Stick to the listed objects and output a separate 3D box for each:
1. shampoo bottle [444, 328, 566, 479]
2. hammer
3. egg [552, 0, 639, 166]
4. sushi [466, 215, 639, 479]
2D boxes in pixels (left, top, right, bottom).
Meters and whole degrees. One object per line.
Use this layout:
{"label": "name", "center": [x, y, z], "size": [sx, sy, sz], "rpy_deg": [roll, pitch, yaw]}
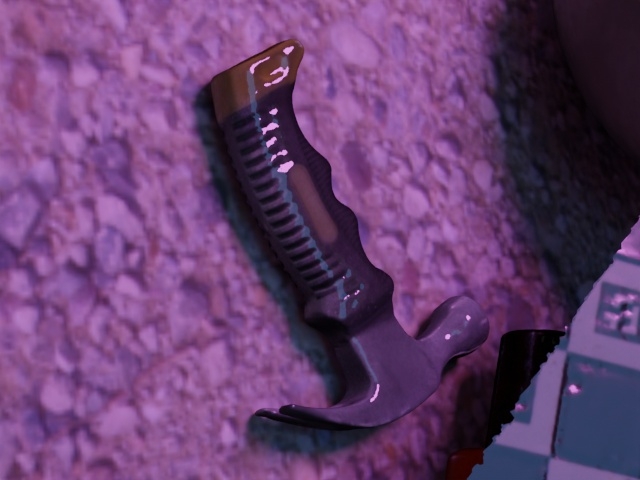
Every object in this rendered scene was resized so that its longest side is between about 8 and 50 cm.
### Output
{"label": "shampoo bottle", "center": [0.118, 0.189, 0.761], "size": [0.104, 0.104, 0.278], "rpy_deg": [20, 72, -30]}
{"label": "hammer", "center": [0.000, 0.000, 0.753], "size": [0.159, 0.041, 0.226], "rpy_deg": [-30, 100, -36]}
{"label": "egg", "center": [0.311, -0.130, 0.821], "size": [0.258, 0.258, 0.352], "rpy_deg": [-28, 55, -34]}
{"label": "sushi", "center": [0.218, 0.157, 0.730], "size": [0.292, 0.059, 0.294], "rpy_deg": [42, 72, -4]}
